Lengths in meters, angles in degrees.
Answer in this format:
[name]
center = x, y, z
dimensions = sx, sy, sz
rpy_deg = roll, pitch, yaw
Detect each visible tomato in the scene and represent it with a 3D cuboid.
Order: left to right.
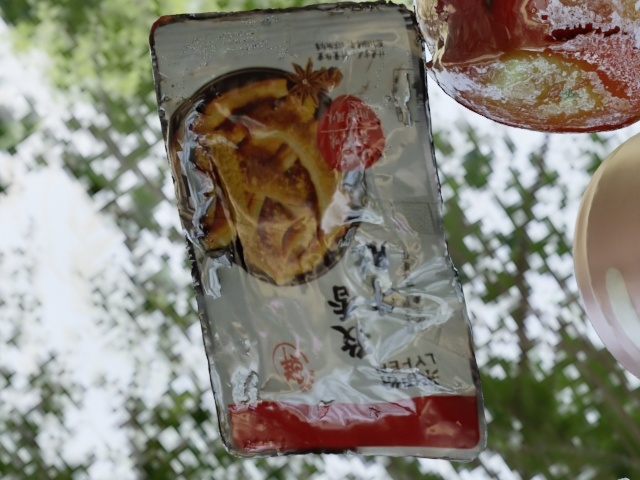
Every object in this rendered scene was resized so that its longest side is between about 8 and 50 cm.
[tomato]
center = 0.067, -0.067, 0.511
dimensions = 0.087, 0.087, 0.075
rpy_deg = -13, -134, 49

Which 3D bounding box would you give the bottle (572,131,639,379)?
[bottle]
center = 0.257, -0.008, 0.957
dimensions = 0.206, 0.173, 0.297
rpy_deg = 5, 170, -20

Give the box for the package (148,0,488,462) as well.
[package]
center = 0.000, 0.000, 0.907
dimensions = 0.154, 0.239, 0.030
rpy_deg = -1, -159, 28

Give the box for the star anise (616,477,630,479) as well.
[star anise]
center = 0.211, 0.242, 1.150
dimensions = 0.331, 0.117, 0.332
rpy_deg = -35, -155, 19
